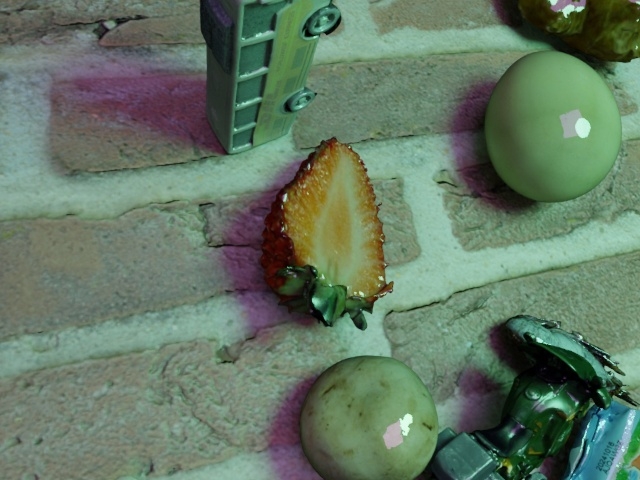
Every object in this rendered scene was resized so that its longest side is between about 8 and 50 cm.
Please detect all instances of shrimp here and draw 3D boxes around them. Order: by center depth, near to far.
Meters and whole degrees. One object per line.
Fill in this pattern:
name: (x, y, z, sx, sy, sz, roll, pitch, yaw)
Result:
shrimp: (0.360, 0.180, 0.785, 0.233, 0.079, 0.090, 33, 103, -4)

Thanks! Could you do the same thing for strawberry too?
strawberry: (0.000, 0.000, 0.744, 0.188, 0.106, 0.286, 27, 51, -28)

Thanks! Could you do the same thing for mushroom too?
mushroom: (0.057, 0.216, 0.662, 0.166, 0.127, 0.166, -10, 54, 15)

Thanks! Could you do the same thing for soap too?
soap: (0.452, 0.343, 0.734, 0.293, 0.077, 0.156, 35, 77, -1)

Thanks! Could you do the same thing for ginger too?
ginger: (0.488, -0.485, 1.018, 0.274, 0.152, 0.357, 12, 66, 11)

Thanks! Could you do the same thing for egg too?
egg: (0.347, -0.177, 0.844, 0.189, 0.188, 0.253, 9, 59, -11)

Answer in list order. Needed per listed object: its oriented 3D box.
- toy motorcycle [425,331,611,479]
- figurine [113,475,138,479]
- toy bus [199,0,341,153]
toy motorcycle: (0.242, 0.224, 0.671, 0.275, 0.187, 0.125, -32, 40, -20)
figurine: (-0.221, 0.336, 0.555, 0.257, 0.144, 0.181, 26, 87, -7)
toy bus: (-0.072, -0.231, 0.672, 0.138, 0.342, 0.097, -25, 79, -17)
